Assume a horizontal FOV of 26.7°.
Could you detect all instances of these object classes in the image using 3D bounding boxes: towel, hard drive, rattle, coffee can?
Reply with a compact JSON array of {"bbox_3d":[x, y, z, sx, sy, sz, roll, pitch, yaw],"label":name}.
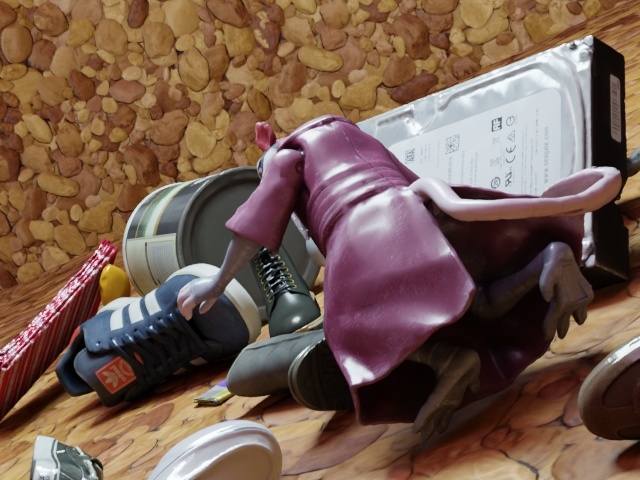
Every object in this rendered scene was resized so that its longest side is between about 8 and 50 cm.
[{"bbox_3d":[-0.391,0.135,1.945,0.275,0.031,0.199,-52,-6,-39],"label":"towel"},{"bbox_3d":[0.146,-0.043,1.340,0.064,0.236,0.339,22,-26,-39],"label":"hard drive"},{"bbox_3d":[-0.340,0.119,2.016,0.130,0.142,0.200,-45,21,-19],"label":"rattle"},{"bbox_3d":[-0.100,0.161,1.511,0.083,0.009,0.060,-32,10,-30],"label":"towel"},{"bbox_3d":[-0.142,0.009,1.866,0.201,0.201,0.275,-30,10,-22],"label":"coffee can"}]

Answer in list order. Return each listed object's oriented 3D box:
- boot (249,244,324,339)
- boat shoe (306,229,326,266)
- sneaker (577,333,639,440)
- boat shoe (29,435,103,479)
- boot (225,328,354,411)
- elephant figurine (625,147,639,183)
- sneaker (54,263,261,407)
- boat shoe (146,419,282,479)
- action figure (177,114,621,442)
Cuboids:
[{"bbox_3d":[-0.055,0.050,1.606,0.077,0.137,0.198,-27,10,-3],"label":"boot"},{"bbox_3d":[0.124,-0.037,1.709,0.306,0.113,0.105,-17,20,-34],"label":"boat shoe"},{"bbox_3d":[0.246,0.083,0.831,0.188,0.066,0.071,-24,11,18],"label":"sneaker"},{"bbox_3d":[-0.250,0.241,1.324,0.070,0.077,0.219,7,-1,-12],"label":"boat shoe"},{"bbox_3d":[-0.023,0.123,1.317,0.208,0.076,0.190,-8,5,43],"label":"boot"},{"bbox_3d":[0.204,-0.075,1.498,0.239,0.186,0.169,-6,49,52],"label":"elephant figurine"},{"bbox_3d":[-0.209,0.133,1.657,0.148,0.131,0.350,-42,11,-37],"label":"sneaker"},{"bbox_3d":[-0.109,0.227,0.973,0.258,0.095,0.084,-44,21,-29],"label":"boat shoe"},{"bbox_3d":[0.034,-0.017,1.139,0.248,0.275,0.370,-12,42,-29],"label":"action figure"}]
